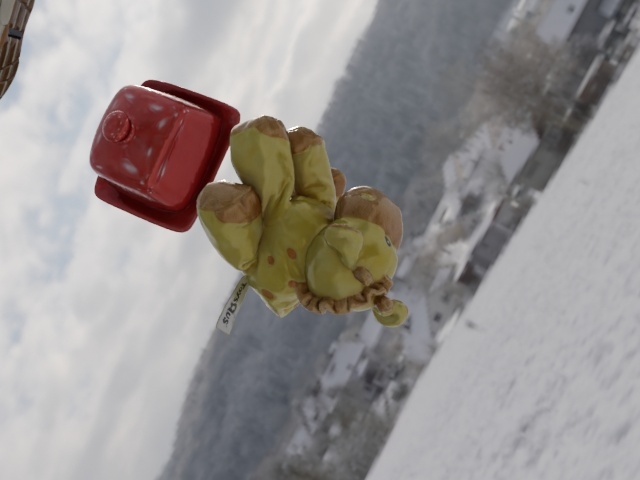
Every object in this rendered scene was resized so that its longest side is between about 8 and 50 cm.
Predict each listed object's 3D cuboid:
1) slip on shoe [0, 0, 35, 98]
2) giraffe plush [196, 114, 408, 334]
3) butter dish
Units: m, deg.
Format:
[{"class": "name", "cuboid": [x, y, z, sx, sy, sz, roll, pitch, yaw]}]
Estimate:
[{"class": "slip on shoe", "cuboid": [-0.318, -0.195, 1.037, 0.051, 0.041, 0.135, 0, -72, -78]}, {"class": "giraffe plush", "cuboid": [0.000, 0.000, 0.981, 0.181, 0.170, 0.210, 15, -94, -49]}, {"class": "butter dish", "cuboid": [-0.198, -0.111, 1.196, 0.118, 0.160, 0.160, 30, -97, -59]}]
